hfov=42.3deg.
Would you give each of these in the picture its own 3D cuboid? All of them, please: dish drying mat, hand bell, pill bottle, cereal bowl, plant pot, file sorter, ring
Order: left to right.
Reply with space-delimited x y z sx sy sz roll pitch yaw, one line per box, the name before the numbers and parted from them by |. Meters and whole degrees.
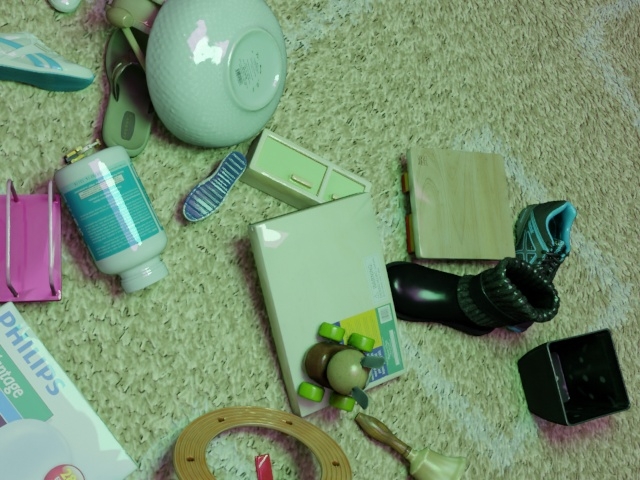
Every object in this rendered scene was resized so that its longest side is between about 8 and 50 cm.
file sorter | -0.605 -0.002 1.435 0.290 0.182 0.202 -1 78 -15
pill bottle | -0.386 -0.036 1.571 0.146 0.146 0.264 -28 99 -27
cereal bowl | -0.179 -0.348 1.660 0.339 0.141 0.339 -24 121 -48
ring | -0.106 0.419 1.532 0.336 0.336 0.032 4 115 -23
dish drying mat | -0.110 0.471 1.654 0.032 0.008 0.083 -5 79 -26
hand bell | 0.174 0.443 1.751 0.242 0.126 0.126 35 65 2
plant pot | 0.563 0.317 1.900 0.187 0.167 0.188 -8 81 -26

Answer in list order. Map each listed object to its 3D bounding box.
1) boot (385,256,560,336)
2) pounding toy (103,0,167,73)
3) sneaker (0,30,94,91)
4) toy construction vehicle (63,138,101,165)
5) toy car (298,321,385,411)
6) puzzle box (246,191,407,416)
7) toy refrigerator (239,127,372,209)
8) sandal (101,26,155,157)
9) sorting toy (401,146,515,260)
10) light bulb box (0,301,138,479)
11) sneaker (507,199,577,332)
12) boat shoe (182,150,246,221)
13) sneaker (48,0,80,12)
boot | 0.311 0.107 1.788 0.347 0.260 0.131 14 72 -20
pounding toy | -0.357 -0.432 1.674 0.154 0.269 0.155 33 104 27
sneaker | -0.558 -0.356 1.621 0.228 0.087 0.092 11 71 -23
toy construction vehicle | -0.461 -0.147 1.638 0.098 0.035 0.086 -34 92 -27
toy car | 0.065 0.259 1.606 0.149 0.188 0.155 22 83 -27
puzzle box | 0.020 0.128 1.712 0.272 0.052 0.409 -17 101 -27
toy refrigerator | -0.031 -0.130 1.791 0.269 0.094 0.102 27 68 -16
sandal | -0.376 -0.312 1.681 0.120 0.086 0.303 7 65 -23
sorting toy | 0.311 -0.074 1.930 0.255 0.089 0.257 2 76 -24
light bulb box | -0.562 0.354 1.364 0.361 0.225 0.358 -39 94 -26
sneaker | 0.509 0.051 1.958 0.125 0.139 0.341 25 70 -19
boat shoe | -0.221 -0.104 1.715 0.066 0.066 0.183 44 67 -8
sneaker | -0.512 -0.575 1.690 0.080 0.094 0.212 11 73 -22
